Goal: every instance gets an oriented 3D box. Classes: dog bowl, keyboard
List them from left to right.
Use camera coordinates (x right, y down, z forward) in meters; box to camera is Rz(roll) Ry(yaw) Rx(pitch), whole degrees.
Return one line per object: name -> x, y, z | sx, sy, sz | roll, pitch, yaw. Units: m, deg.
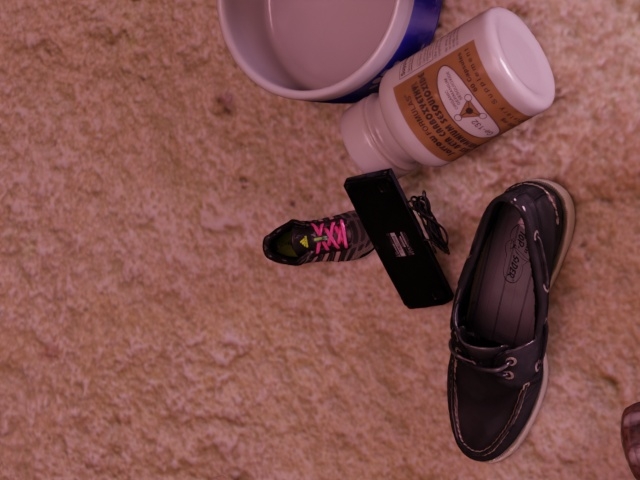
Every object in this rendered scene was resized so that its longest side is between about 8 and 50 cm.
dog bowl -> 0.009, -0.296, 1.909 | 0.265, 0.104, 0.264 | 0, 90, 33
keyboard -> 0.108, -0.006, 1.874 | 0.100, 0.038, 0.192 | -7, 122, 36

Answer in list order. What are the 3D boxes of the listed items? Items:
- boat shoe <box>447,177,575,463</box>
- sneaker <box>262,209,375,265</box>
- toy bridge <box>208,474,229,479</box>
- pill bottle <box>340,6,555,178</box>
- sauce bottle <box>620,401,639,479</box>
boat shoe -> 0.200, 0.097, 1.811 | 0.127, 0.113, 0.340 | 24, 104, 28
sneaker -> 0.000, 0.000, 1.952 | 0.170, 0.075, 0.063 | -10, 87, 31
toy bridge -> -0.063, 0.362, 2.015 | 0.188, 0.063, 0.026 | 37, 111, 23
pill bottle -> 0.140, -0.158, 1.825 | 0.229, 0.131, 0.131 | -29, 77, 31
sauce bottle -> 0.485, 0.179, 1.641 | 0.344, 0.111, 0.111 | -19, 83, 32
